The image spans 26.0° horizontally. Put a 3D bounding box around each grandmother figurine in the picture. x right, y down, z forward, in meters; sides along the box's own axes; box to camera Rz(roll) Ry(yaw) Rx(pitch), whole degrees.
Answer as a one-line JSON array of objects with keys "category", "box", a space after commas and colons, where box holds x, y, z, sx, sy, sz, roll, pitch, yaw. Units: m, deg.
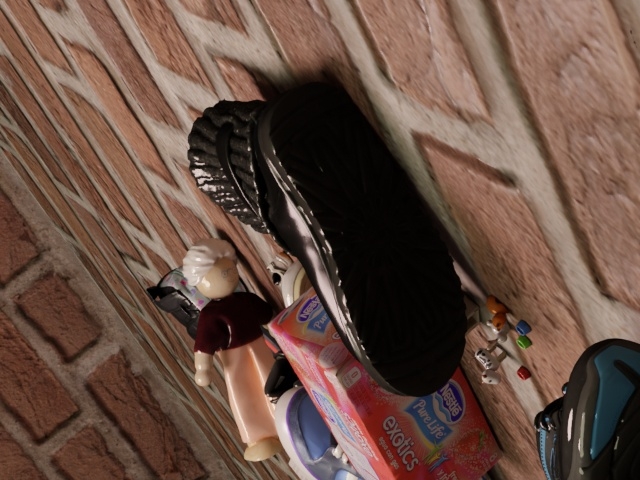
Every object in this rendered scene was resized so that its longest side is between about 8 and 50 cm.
[{"category": "grandmother figurine", "box": [-0.121, 0.156, 2.152, 0.104, 0.208, 0.342, -17, 97, 30]}]

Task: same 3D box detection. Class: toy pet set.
[{"category": "toy pet set", "box": [0.154, 0.103, 1.428, 0.114, 0.065, 0.122, 41, 162, 28]}]

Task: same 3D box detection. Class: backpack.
[{"category": "backpack", "box": [-0.200, 0.092, 2.312, 0.152, 0.115, 0.182, 39, 165, -6]}]

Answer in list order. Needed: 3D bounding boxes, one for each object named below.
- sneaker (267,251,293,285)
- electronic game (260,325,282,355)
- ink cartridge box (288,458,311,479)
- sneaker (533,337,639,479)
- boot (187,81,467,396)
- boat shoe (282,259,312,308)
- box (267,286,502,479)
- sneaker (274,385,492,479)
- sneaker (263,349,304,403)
[{"category": "sneaker", "box": [-0.050, 0.053, 1.941, 0.032, 0.037, 0.083, 30, 157, 47]}, {"category": "electronic game", "box": [-0.058, 0.219, 2.346, 0.229, 0.048, 0.229, 45, 165, 16]}, {"category": "ink cartridge box", "box": [0.104, 0.458, 2.293, 0.353, 0.119, 0.207, 50, 166, 11]}, {"category": "sneaker", "box": [0.243, 0.182, 1.257, 0.139, 0.125, 0.341, 45, 163, 34]}, {"category": "boot", "box": [0.003, -0.003, 1.447, 0.260, 0.131, 0.348, -8, 108, 66]}, {"category": "boat shoe", "box": [0.019, 0.128, 1.781, 0.103, 0.113, 0.302, 25, 153, 46]}, {"category": "box", "box": [0.082, 0.184, 1.678, 0.154, 0.142, 0.300, 31, 156, 49]}, {"category": "sneaker", "box": [0.112, 0.298, 1.867, 0.323, 0.130, 0.236, 47, 144, -12]}, {"category": "sneaker", "box": [-0.025, 0.209, 2.052, 0.130, 0.087, 0.227, 8, 167, -10]}]
